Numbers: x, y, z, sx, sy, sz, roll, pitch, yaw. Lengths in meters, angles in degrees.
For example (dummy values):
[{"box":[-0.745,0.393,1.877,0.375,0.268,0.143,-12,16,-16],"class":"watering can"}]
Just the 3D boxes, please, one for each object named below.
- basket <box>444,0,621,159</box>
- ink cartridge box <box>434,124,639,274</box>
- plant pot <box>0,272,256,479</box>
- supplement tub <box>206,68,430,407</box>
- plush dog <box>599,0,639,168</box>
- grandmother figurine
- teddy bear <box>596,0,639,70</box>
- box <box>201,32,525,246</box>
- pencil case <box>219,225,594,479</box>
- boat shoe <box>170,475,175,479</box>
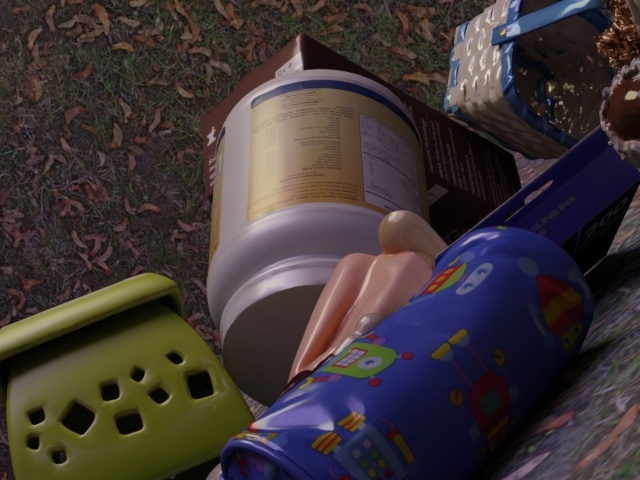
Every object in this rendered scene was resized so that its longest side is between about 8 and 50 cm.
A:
[{"box":[0.309,-0.213,1.706,0.289,0.255,0.201,-6,66,47],"class":"basket"},{"box":[0.172,0.013,1.144,0.206,0.045,0.208,-38,-22,-17],"class":"ink cartridge box"},{"box":[-0.197,0.170,1.365,0.227,0.207,0.228,-22,-20,-12],"class":"plant pot"},{"box":[0.000,0.000,1.433,0.228,0.228,0.316,-37,34,30],"class":"supplement tub"},{"box":[0.363,-0.142,1.072,0.225,0.210,0.262,-18,42,39],"class":"plush dog"},{"box":[-0.006,0.132,1.111,0.342,0.104,0.208,-53,-18,-42],"class":"grandmother figurine"},{"box":[0.368,-0.306,1.508,0.245,0.338,0.113,-15,-29,-13],"class":"teddy bear"},{"box":[0.060,-0.081,1.717,0.191,0.381,0.143,-37,43,35],"class":"box"},{"box":[0.060,0.102,0.927,0.133,0.119,0.306,8,34,39],"class":"pencil case"},{"box":[-0.204,0.306,1.684,0.084,0.095,0.258,-45,-4,-42],"class":"boat shoe"}]
